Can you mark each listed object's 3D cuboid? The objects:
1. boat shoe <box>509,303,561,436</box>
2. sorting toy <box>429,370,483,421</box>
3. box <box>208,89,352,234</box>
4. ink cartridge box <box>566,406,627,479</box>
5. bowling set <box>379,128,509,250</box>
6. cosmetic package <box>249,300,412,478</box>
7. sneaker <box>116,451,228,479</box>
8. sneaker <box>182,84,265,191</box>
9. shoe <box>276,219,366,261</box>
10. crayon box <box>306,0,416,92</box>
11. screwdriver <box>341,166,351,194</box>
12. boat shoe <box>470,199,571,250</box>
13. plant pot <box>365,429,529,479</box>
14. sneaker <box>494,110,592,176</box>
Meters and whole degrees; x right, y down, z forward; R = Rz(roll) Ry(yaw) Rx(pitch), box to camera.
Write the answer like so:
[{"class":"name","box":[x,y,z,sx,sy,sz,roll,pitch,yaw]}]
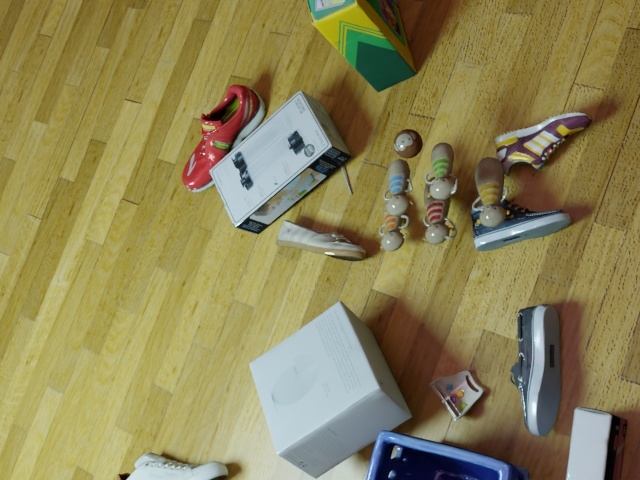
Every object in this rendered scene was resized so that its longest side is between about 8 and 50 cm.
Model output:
[{"class":"boat shoe","box":[0.369,0.225,1.384,0.076,0.080,0.228,-7,75,45]},{"class":"sorting toy","box":[0.256,0.280,1.449,0.075,0.045,0.083,-38,61,6]},{"class":"box","box":[-0.093,-0.167,1.722,0.290,0.087,0.169,-39,61,20]},{"class":"ink cartridge box","box":[0.416,0.453,1.230,0.069,0.176,0.371,8,80,29]},{"class":"bowling set","box":[0.185,-0.092,1.469,0.287,0.200,0.154,-24,43,33]},{"class":"cosmetic package","box":[0.015,0.278,1.478,0.224,0.138,0.224,-36,42,11]},{"class":"sneaker","box":[-0.328,0.496,1.667,0.290,0.106,0.123,-25,68,22]},{"class":"sneaker","box":[-0.248,-0.244,1.825,0.107,0.118,0.279,36,95,32]},{"class":"shoe","box":[0.000,0.000,1.645,0.219,0.076,0.058,11,87,33]},{"class":"crayon box","box":[0.058,-0.536,1.626,0.106,0.313,0.363,-22,66,22]},{"class":"screwdriver","box":[0.043,-0.175,1.704,0.025,0.024,0.170,-45,57,44]},{"class":"boat shoe","box":[0.366,-0.045,1.463,0.183,0.065,0.083,-17,68,25]},{"class":"plant pot","box":[0.213,0.458,1.320,0.236,0.212,0.236,9,81,30]},{"class":"sneaker","box":[0.422,-0.178,1.476,0.185,0.069,0.084,-18,76,30]}]
